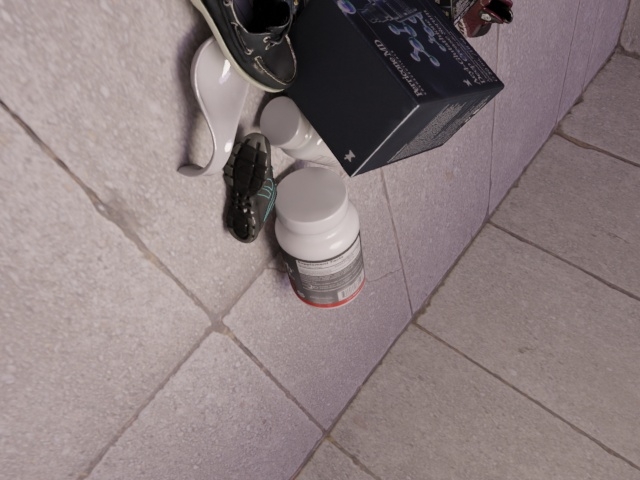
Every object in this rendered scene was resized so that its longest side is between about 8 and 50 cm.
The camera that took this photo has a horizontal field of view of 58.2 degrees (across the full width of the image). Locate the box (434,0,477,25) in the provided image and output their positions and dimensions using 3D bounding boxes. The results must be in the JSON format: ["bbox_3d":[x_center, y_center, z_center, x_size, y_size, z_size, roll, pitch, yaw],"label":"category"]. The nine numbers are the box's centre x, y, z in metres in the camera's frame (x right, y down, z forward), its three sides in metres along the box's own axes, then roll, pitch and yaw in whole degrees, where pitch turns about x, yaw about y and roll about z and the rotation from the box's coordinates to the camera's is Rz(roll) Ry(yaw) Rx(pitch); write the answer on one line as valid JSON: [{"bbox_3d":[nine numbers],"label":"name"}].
[{"bbox_3d":[0.318,-0.604,1.301,0.180,0.077,0.147,-48,151,-12],"label":"box"}]

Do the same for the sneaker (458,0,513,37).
[{"bbox_3d":[0.477,-0.631,1.631,0.281,0.162,0.107,6,113,-59],"label":"sneaker"}]

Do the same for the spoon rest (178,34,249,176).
[{"bbox_3d":[-0.188,-0.235,1.040,0.137,0.084,0.277,-19,134,-50],"label":"spoon rest"}]

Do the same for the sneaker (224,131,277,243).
[{"bbox_3d":[-0.145,-0.122,1.237,0.106,0.101,0.268,-48,160,-47],"label":"sneaker"}]

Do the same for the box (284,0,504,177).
[{"bbox_3d":[0.145,-0.339,1.188,0.395,0.294,0.212,-25,166,-47],"label":"box"}]

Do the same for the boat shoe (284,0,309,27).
[{"bbox_3d":[-0.069,-0.457,1.028,0.083,0.065,0.183,-48,151,-19],"label":"boat shoe"}]

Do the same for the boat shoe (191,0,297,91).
[{"bbox_3d":[-0.105,-0.371,0.942,0.340,0.113,0.127,53,50,-49],"label":"boat shoe"}]

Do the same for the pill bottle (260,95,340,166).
[{"bbox_3d":[-0.023,-0.238,1.252,0.229,0.131,0.131,1,117,-58],"label":"pill bottle"}]

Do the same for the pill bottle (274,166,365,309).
[{"bbox_3d":[0.000,0.000,1.446,0.210,0.210,0.363,-45,149,-23],"label":"pill bottle"}]
